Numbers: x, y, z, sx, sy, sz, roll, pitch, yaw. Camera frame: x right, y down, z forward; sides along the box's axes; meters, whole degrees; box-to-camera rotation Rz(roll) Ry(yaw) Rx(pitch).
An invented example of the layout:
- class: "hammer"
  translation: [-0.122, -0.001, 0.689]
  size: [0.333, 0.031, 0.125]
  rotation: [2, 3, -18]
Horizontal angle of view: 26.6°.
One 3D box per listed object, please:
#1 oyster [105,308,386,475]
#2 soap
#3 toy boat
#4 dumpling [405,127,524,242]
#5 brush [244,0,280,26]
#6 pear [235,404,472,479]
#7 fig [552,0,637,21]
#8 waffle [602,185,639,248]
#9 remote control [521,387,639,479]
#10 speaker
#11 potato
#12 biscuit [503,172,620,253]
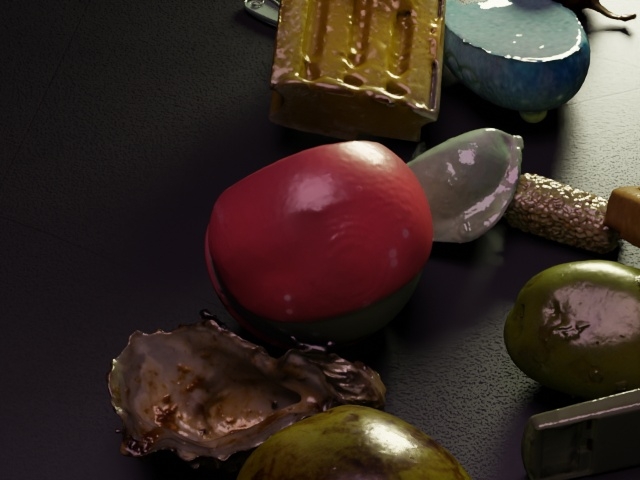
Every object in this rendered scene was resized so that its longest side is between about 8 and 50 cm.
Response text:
- class: "oyster"
  translation: [-0.086, 0.181, 1.627]
  size: [0.337, 0.133, 0.198]
  rotation: [-4, 68, -5]
- class: "soap"
  translation: [0.057, -0.302, 2.060]
  size: [0.259, 0.143, 0.281]
  rotation: [10, 59, -3]
- class: "toy boat"
  translation: [0.296, -0.286, 2.106]
  size: [0.215, 0.123, 0.330]
  rotation: [-11, 33, -16]
- class: "dumpling"
  translation: [0.197, -0.067, 1.875]
  size: [0.216, 0.105, 0.149]
  rotation: [-29, 78, 6]
- class: "brush"
  translation: [-0.030, -0.356, 2.229]
  size: [0.068, 0.060, 0.297]
  rotation: [-35, 51, -23]
- class: "pear"
  translation: [0.036, 0.304, 1.394]
  size: [0.283, 0.283, 0.283]
  rotation: [-3, 44, 3]
- class: "fig"
  translation: [0.404, -0.441, 2.225]
  size: [0.148, 0.202, 0.149]
  rotation: [-25, 26, 16]
- class: "waffle"
  translation: [0.539, -0.004, 1.654]
  size: [0.304, 0.077, 0.348]
  rotation: [1, 14, -10]
- class: "remote control"
  translation: [0.370, 0.211, 1.560]
  size: [0.285, 0.123, 0.038]
  rotation: [-13, 45, -3]
- class: "speaker"
  translation: [0.000, 0.000, 1.702]
  size: [0.294, 0.294, 0.294]
  rotation: [-3, 44, 3]
- class: "potato"
  translation: [0.351, 0.112, 1.643]
  size: [0.253, 0.148, 0.186]
  rotation: [-5, 42, 2]
- class: "biscuit"
  translation: [0.338, -0.038, 1.857]
  size: [0.168, 0.070, 0.082]
  rotation: [20, 57, 20]
